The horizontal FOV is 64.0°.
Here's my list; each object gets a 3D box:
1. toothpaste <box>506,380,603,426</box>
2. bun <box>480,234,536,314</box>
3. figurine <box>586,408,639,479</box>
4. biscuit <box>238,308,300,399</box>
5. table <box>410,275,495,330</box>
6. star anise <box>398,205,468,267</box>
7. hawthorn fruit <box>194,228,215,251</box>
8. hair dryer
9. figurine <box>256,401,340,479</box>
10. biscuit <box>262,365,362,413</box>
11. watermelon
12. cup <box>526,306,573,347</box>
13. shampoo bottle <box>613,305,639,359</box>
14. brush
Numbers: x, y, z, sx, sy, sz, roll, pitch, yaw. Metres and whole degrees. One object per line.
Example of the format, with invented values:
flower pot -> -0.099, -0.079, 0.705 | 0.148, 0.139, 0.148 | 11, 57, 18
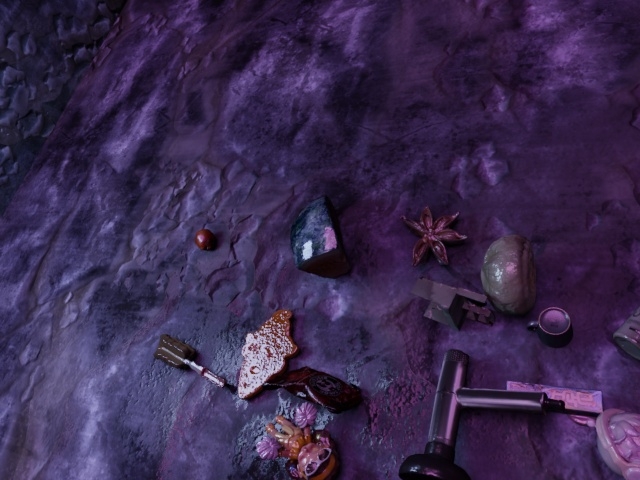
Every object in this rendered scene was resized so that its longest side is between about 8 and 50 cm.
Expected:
toothpaste -> 0.510, 0.358, 1.124 | 0.193, 0.044, 0.070 | -1, 60, 26
bun -> 0.452, 0.081, 1.237 | 0.118, 0.195, 0.195 | -2, 60, 32
figurine -> 0.627, 0.411, 0.971 | 0.237, 0.163, 0.141 | 48, 130, 39
biscuit -> -0.153, 0.327, 1.469 | 0.183, 0.043, 0.280 | 14, 72, 36
table -> 0.329, 0.165, 1.266 | 0.175, 0.146, 0.062 | 19, 70, 34
star anise -> 0.323, -0.010, 1.436 | 0.172, 0.063, 0.208 | -17, 51, 11
hawthorn fruit -> -0.398, -0.002, 1.774 | 0.077, 0.077, 0.077 | -12, 56, 19
hair dryer -> 0.333, 0.388, 1.093 | 0.284, 0.156, 0.320 | -17, 42, 56
figurine -> -0.051, 0.506, 1.261 | 0.175, 0.115, 0.240 | -39, 44, -23
biscuit -> -0.015, 0.377, 1.310 | 0.235, 0.151, 0.063 | 14, 104, 34
watermelon -> 0.000, 0.000, 1.526 | 0.148, 0.226, 0.318 | -25, 20, 11
cup -> 0.531, 0.200, 1.191 | 0.100, 0.077, 0.078 | -2, 60, 26
shampoo bottle -> 0.757, 0.141, 1.111 | 0.262, 0.085, 0.085 | -44, 52, -5
brush -> -0.388, 0.370, 1.543 | 0.301, 0.071, 0.084 | 18, 81, 33
